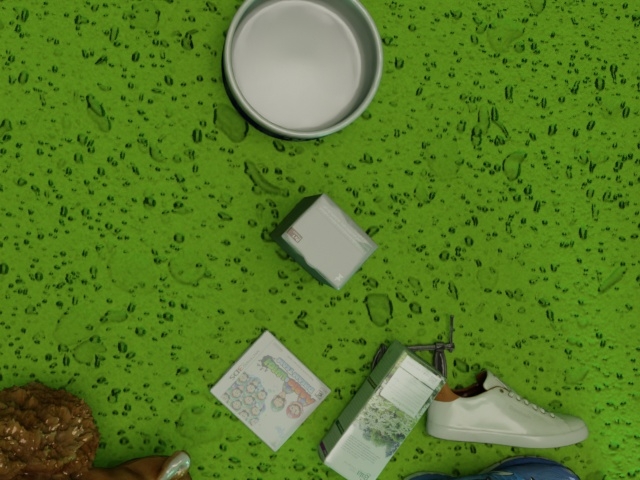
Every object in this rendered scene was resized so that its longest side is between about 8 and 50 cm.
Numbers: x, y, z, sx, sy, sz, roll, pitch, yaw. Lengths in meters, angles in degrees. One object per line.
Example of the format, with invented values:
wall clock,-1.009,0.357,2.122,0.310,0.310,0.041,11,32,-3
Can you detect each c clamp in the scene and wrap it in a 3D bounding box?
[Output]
c clamp,0.162,0.208,1.793,0.161,0.022,0.137,-8,97,-11

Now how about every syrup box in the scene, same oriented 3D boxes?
syrup box,0.101,0.295,1.730,0.093,0.096,0.237,36,91,-9

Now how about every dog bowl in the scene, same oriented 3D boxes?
dog bowl,-0.033,-0.300,1.714,0.265,0.104,0.264,0,90,-10

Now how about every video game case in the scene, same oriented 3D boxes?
video game case,-0.085,0.257,1.745,0.157,0.019,0.143,44,83,-8

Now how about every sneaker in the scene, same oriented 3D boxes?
sneaker,0.300,0.453,1.751,0.330,0.147,0.129,-7,91,-11
sneaker,0.332,0.291,1.778,0.290,0.106,0.123,6,91,-9

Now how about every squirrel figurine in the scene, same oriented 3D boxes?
squirrel figurine,-0.383,0.386,1.544,0.370,0.281,0.397,-23,82,-31

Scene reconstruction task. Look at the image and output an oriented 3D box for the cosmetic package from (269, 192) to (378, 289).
cosmetic package,0.000,0.000,1.651,0.127,0.238,0.107,44,83,-8
